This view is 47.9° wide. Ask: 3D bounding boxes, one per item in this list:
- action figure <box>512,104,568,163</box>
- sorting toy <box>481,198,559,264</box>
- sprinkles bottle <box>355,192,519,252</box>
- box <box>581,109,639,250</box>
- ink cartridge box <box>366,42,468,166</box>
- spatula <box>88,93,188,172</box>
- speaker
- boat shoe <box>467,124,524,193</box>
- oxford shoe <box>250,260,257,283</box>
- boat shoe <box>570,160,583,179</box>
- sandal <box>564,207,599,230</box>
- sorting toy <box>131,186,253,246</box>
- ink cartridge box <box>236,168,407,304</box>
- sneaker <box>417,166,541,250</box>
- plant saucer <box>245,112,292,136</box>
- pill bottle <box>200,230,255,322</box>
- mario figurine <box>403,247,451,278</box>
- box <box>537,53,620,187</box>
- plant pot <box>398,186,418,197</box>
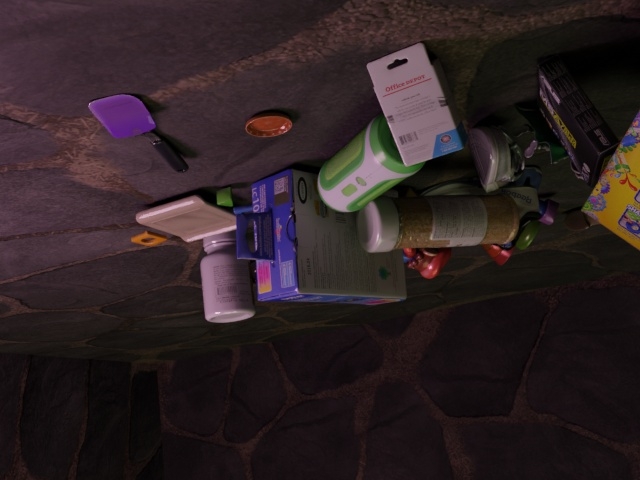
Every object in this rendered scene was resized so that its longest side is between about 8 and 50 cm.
[{"bbox_3d":[0.471,-0.203,1.423,0.232,0.137,0.063,-7,157,-41],"label":"action figure"},{"bbox_3d":[0.546,-0.045,2.094,0.126,0.127,0.365,24,157,-3],"label":"sorting toy"},{"bbox_3d":[0.260,-0.042,1.583,0.356,0.121,0.121,-3,164,-21],"label":"sprinkles bottle"},{"bbox_3d":[0.606,-0.160,1.141,0.290,0.177,0.279,-41,157,-23],"label":"box"},{"bbox_3d":[0.158,-0.223,1.164,0.104,0.180,0.060,-16,-163,26],"label":"ink cartridge box"},{"bbox_3d":[-0.297,-0.177,1.267,0.084,0.030,0.296,-13,164,10],"label":"spatula"},{"bbox_3d":[0.095,-0.145,1.374,0.131,0.131,0.296,-2,167,-22],"label":"speaker"},{"bbox_3d":[0.369,-0.171,1.480,0.103,0.118,0.320,-19,167,11],"label":"boat shoe"},{"bbox_3d":[-0.157,0.081,2.214,0.227,0.082,0.096,-16,-178,27],"label":"oxford shoe"},{"bbox_3d":[0.609,-0.172,1.621,0.088,0.096,0.267,-11,164,27],"label":"boat shoe"},{"bbox_3d":[0.846,-0.087,2.126,0.240,0.088,0.079,-10,-163,35],"label":"sandal"},{"bbox_3d":[-0.300,-0.058,1.672,0.348,0.047,0.196,-15,159,22],"label":"sorting toy"},{"bbox_3d":[0.000,0.000,1.596,0.396,0.269,0.151,7,164,-43],"label":"ink cartridge box"},{"bbox_3d":[0.394,-0.058,1.758,0.316,0.182,0.127,-13,162,18],"label":"sneaker"},{"bbox_3d":[-0.093,-0.208,1.289,0.084,0.013,0.083,-8,164,-2],"label":"plant saucer"},{"bbox_3d":[-0.245,0.090,1.879,0.131,0.229,0.131,-8,164,-2],"label":"pill bottle"},{"bbox_3d":[0.231,0.003,2.088,0.321,0.170,0.198,9,-164,-19],"label":"mario figurine"},{"bbox_3d":[0.440,-0.201,1.248,0.045,0.190,0.184,-30,162,10],"label":"box"},{"bbox_3d":[0.206,-0.065,1.761,0.083,0.081,0.081,41,142,-20],"label":"plant pot"}]
